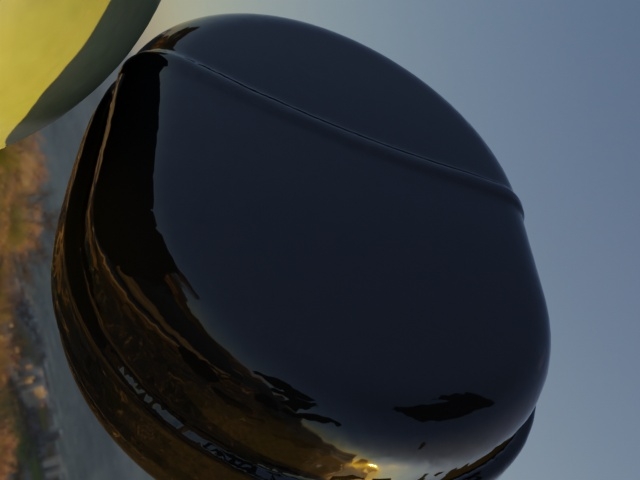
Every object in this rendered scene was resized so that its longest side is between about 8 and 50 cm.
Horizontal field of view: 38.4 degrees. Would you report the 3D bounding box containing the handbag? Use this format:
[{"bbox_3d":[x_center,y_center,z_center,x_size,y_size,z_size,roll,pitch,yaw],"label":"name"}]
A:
[{"bbox_3d":[0.001,-0.001,0.467,0.308,0.254,0.093,-91,-157,-46],"label":"handbag"}]

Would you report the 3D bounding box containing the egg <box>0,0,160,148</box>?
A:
[{"bbox_3d":[-0.191,-0.165,0.374,0.336,0.278,0.278,15,-57,48],"label":"egg"}]
